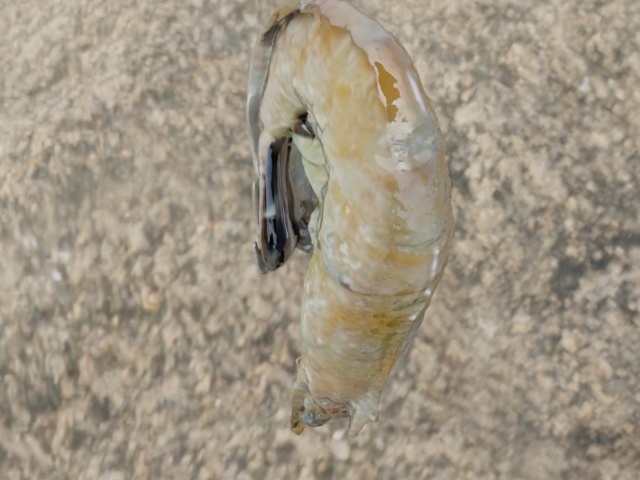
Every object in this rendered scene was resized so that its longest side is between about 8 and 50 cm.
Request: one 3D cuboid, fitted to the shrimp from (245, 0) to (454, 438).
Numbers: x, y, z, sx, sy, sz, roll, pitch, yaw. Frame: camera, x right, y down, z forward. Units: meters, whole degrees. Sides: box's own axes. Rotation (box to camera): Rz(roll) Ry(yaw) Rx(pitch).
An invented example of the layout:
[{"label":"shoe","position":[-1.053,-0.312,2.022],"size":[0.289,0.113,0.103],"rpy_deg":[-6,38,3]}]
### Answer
[{"label":"shrimp","position":[0.000,0.000,0.438],"size":[0.047,0.223,0.126],"rpy_deg":[-19,54,-25]}]
